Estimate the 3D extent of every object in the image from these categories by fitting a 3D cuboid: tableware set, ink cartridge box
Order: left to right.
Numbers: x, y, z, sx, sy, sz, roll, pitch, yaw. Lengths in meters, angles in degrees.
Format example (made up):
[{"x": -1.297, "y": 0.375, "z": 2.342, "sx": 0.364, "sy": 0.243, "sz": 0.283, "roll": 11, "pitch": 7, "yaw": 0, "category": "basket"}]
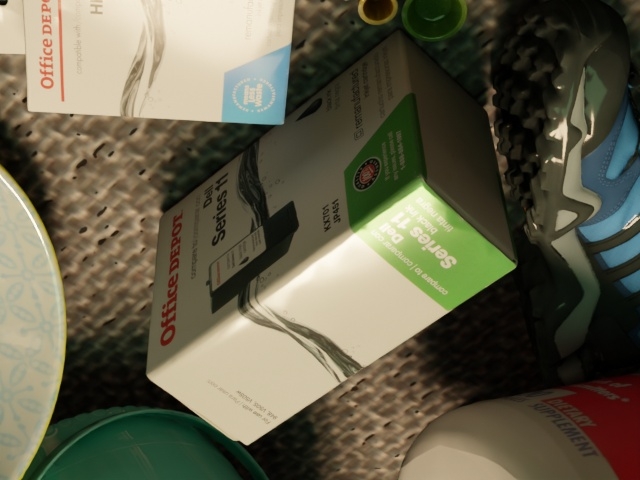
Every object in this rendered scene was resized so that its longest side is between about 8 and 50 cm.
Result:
[{"x": -0.105, "y": -0.124, "z": 0.755, "sx": 0.180, "sy": 0.060, "sz": 0.104, "roll": 2, "pitch": 131, "yaw": -5, "category": "ink cartridge box"}, {"x": 0.000, "y": 0.000, "z": 0.807, "sx": 0.208, "sy": 0.153, "sz": 0.087, "roll": -37, "pitch": 122, "yaw": 24, "category": "ink cartridge box"}, {"x": 0.058, "y": -0.177, "z": 0.742, "sx": 0.104, "sy": 0.024, "sz": 0.154, "roll": 14, "pitch": 128, "yaw": -15, "category": "tableware set"}]

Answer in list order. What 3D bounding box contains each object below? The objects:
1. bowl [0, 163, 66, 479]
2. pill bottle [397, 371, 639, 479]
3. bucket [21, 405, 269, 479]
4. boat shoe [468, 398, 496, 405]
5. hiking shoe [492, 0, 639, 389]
[{"x": -0.313, "y": 0.057, "z": 0.816, "sx": 0.156, "sy": 0.289, "sz": 0.289, "roll": 13, "pitch": 147, "yaw": 46, "category": "bowl"}, {"x": 0.271, "y": 0.188, "z": 0.885, "sx": 0.408, "sy": 0.229, "sz": 0.229, "roll": -7, "pitch": 134, "yaw": -24, "category": "pill bottle"}, {"x": -0.133, "y": 0.259, "z": 0.946, "sx": 0.281, "sy": 0.183, "sz": 0.281, "roll": -22, "pitch": 138, "yaw": -22, "category": "bucket"}, {"x": 0.205, "y": 0.178, "z": 1.025, "sx": 0.228, "sy": 0.068, "sz": 0.081, "roll": 11, "pitch": 130, "yaw": -12, "category": "boat shoe"}, {"x": 0.180, "y": -0.033, "z": 0.829, "sx": 0.132, "sy": 0.113, "sz": 0.304, "roll": -13, "pitch": 141, "yaw": 1, "category": "hiking shoe"}]
